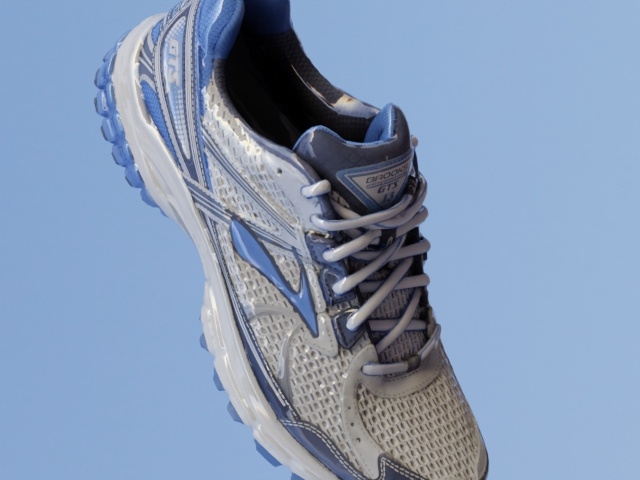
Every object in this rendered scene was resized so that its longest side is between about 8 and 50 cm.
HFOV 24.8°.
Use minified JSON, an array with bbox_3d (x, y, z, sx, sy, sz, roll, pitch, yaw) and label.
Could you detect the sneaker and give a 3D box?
[{"bbox_3d":[0.000,0.000,0.322,0.052,0.058,0.135,-27,-98,-47],"label":"sneaker"}]
